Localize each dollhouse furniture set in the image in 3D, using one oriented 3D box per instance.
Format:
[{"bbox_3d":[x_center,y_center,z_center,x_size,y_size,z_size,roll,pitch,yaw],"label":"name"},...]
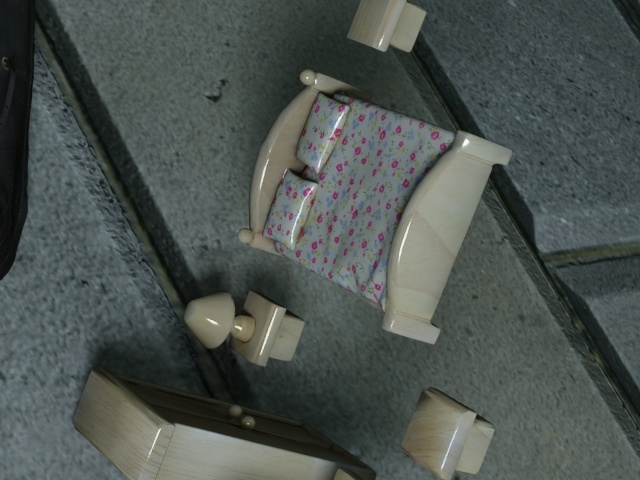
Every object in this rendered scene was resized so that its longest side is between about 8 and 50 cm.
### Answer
[{"bbox_3d":[0.000,0.000,1.090,0.174,0.355,0.303,18,6,-33],"label":"dollhouse furniture set"}]

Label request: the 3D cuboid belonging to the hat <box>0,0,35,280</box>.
[{"bbox_3d":[-0.281,-0.129,1.102,0.134,0.331,0.331,0,41,9],"label":"hat"}]
